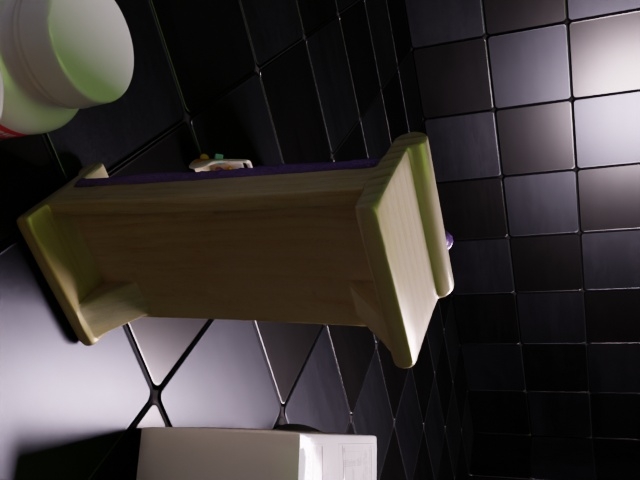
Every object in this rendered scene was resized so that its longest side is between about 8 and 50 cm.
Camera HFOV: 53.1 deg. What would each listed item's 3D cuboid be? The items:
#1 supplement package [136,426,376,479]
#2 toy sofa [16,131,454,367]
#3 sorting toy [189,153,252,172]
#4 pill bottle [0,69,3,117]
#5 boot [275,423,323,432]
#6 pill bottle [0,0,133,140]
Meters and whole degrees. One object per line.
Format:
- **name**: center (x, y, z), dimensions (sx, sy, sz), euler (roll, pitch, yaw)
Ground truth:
- **supplement package**: center (-0.064, 0.326, 0.758), dimensions (0.262, 0.199, 0.198), euler (37, 52, -63)
- **toy sofa**: center (-0.069, -0.006, 0.586), dimensions (0.177, 0.362, 0.150), euler (-56, 137, -49)
- **sorting toy**: center (-0.121, -0.087, 0.859), dimensions (0.083, 0.075, 0.045), euler (63, 31, -46)
- **pill bottle**: center (-0.260, -0.063, 0.298), dimensions (0.117, 0.214, 0.117), euler (-4, 90, -69)
- **boot**: center (-0.020, 0.436, 0.967), dimensions (0.091, 0.263, 0.229), euler (3, 114, -33)
- **pill bottle**: center (-0.228, -0.123, 0.442), dimensions (0.108, 0.180, 0.108), euler (-4, 90, -68)
